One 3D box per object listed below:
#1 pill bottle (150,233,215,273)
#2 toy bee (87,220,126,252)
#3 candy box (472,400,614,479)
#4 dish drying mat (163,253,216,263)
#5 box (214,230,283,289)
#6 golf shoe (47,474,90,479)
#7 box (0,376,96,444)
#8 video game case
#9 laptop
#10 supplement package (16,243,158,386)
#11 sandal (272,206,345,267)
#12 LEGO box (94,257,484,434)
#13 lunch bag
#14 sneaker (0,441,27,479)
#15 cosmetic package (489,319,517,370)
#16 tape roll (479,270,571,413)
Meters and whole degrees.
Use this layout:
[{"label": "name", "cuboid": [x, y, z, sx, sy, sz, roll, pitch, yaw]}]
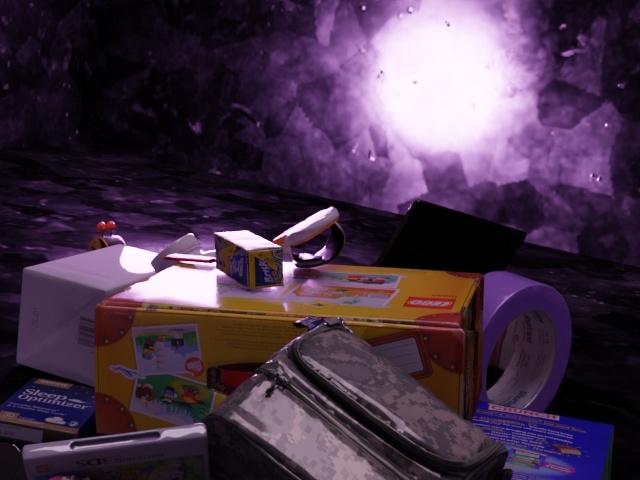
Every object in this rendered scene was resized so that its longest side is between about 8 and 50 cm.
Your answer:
[{"label": "pill bottle", "cuboid": [-0.182, 0.119, 1.957, 0.264, 0.146, 0.146, 53, 22, 6]}, {"label": "toy bee", "cuboid": [-0.443, 0.049, 2.390, 0.298, 0.162, 0.195, 11, 14, 16]}, {"label": "candy box", "cuboid": [0.266, 0.334, 1.596, 0.268, 0.122, 0.317, 8, 12, 18]}, {"label": "dish drying mat", "cuboid": [-0.206, 0.029, 1.796, 0.083, 0.008, 0.032, 5, 10, 26]}, {"label": "box", "cuboid": [-0.106, 0.027, 1.656, 0.054, 0.059, 0.169, -5, 11, -22]}, {"label": "golf shoe", "cuboid": [-0.194, 0.359, 1.227, 0.306, 0.140, 0.115, 28, 19, -24]}, {"label": "box", "cuboid": [-0.405, 0.258, 1.738, 0.136, 0.036, 0.225, 9, 11, 5]}, {"label": "video game case", "cuboid": [-0.218, 0.288, 1.259, 0.193, 0.212, 0.023, -6, 43, -8]}, {"label": "laptop", "cuboid": [0.113, 0.067, 2.137, 0.382, 0.408, 0.236, 12, 24, -51]}, {"label": "supplement package", "cuboid": [-0.379, 0.125, 2.028, 0.175, 0.178, 0.293, 12, 13, 22]}, {"label": "sandal", "cuboid": [-0.009, 0.006, 1.742, 0.102, 0.076, 0.265, -31, 3, -6]}, {"label": "LEGO box", "cuboid": [-0.023, 0.158, 1.650, 0.500, 0.193, 0.372, 3, 10, 13]}, {"label": "lunch bag", "cuboid": [0.037, 0.249, 1.307, 0.305, 0.213, 0.256, 35, 49, 22]}, {"label": "sneaker", "cuboid": [-0.459, 0.284, 1.328, 0.125, 0.140, 0.341, 10, 10, 23]}, {"label": "cosmetic package", "cuboid": [0.327, 0.162, 2.382, 0.296, 0.153, 0.129, 15, 15, 36]}, {"label": "tape roll", "cuboid": [0.307, 0.194, 1.915, 0.274, 0.275, 0.090, -4, 17, -43]}]
